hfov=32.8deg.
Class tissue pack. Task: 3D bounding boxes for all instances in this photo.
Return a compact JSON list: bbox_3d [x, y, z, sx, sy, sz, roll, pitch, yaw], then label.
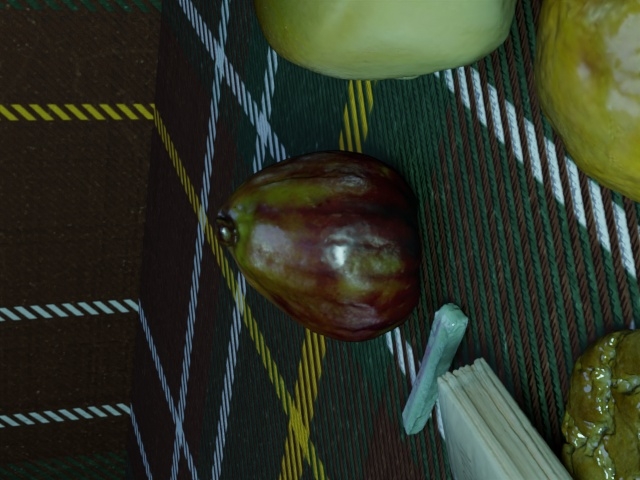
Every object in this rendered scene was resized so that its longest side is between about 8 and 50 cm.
[{"bbox_3d":[0.196,0.265,0.995,0.325,0.071,0.170,-122,15,-59],"label":"tissue pack"}]

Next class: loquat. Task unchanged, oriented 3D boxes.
[{"bbox_3d":[0.247,-0.131,0.712,0.238,0.193,0.238,169,90,-69],"label":"loquat"}]

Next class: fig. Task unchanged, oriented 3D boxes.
[{"bbox_3d":[0.012,0.000,1.328,0.263,0.224,0.224,36,142,8],"label":"fig"}]

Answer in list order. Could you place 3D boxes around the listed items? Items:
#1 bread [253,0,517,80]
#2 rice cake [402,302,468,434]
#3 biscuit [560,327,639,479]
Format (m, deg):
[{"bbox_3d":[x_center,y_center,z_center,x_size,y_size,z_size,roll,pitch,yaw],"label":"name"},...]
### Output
[{"bbox_3d":[0.061,-0.351,1.097,0.348,0.253,0.376,-131,40,-53],"label":"bread"},{"bbox_3d":[0.131,0.155,1.282,0.033,0.033,0.208,55,145,38],"label":"rice cake"},{"bbox_3d":[0.266,0.181,0.917,0.226,0.042,0.226,176,90,-70],"label":"biscuit"}]
